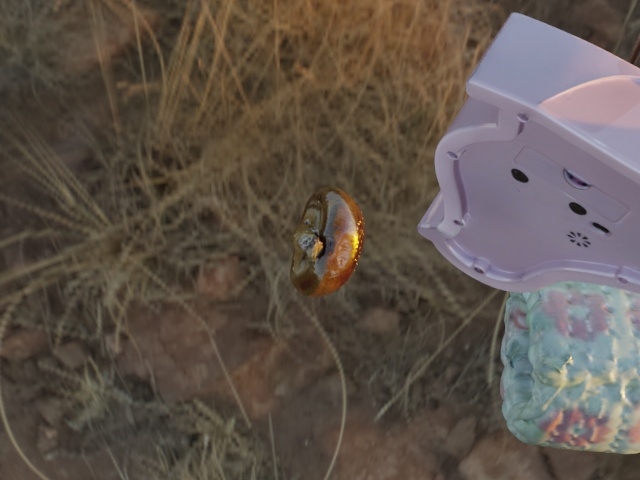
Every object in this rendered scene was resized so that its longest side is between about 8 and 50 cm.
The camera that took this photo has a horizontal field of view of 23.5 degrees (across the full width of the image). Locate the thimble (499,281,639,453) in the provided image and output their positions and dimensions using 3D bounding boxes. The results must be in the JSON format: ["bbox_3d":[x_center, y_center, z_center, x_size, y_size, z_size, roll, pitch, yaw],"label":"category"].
[{"bbox_3d":[0.268,0.124,1.573,0.149,0.211,0.185,5,97,-2],"label":"thimble"}]

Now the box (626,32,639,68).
[{"bbox_3d":[0.311,-0.203,1.073,0.180,0.325,0.047,-36,74,-14],"label":"box"}]

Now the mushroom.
[{"bbox_3d":[0.000,0.000,1.735,0.087,0.127,0.127,18,68,-19],"label":"mushroom"}]

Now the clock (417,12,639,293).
[{"bbox_3d":[0.224,-0.018,1.180,0.290,0.275,0.080,31,66,4],"label":"clock"}]
